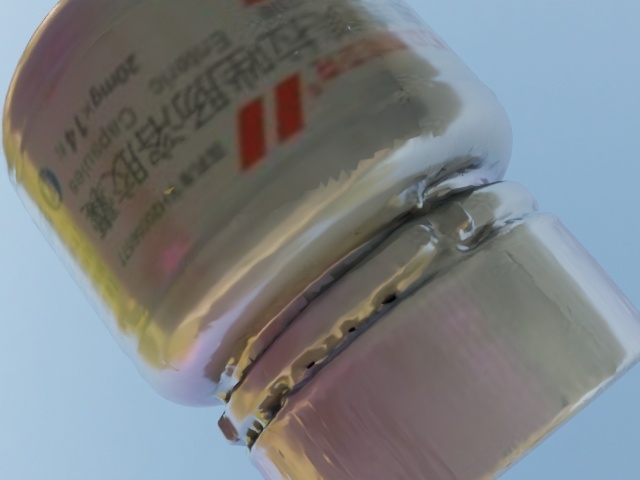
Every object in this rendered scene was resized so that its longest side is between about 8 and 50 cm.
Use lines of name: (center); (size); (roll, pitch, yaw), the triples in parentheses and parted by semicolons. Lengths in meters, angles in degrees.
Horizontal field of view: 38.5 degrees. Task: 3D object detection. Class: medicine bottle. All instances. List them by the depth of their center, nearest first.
medicine bottle: (0.000, 0.000, 0.526); (0.256, 0.256, 0.324); (-43, -108, 17)
